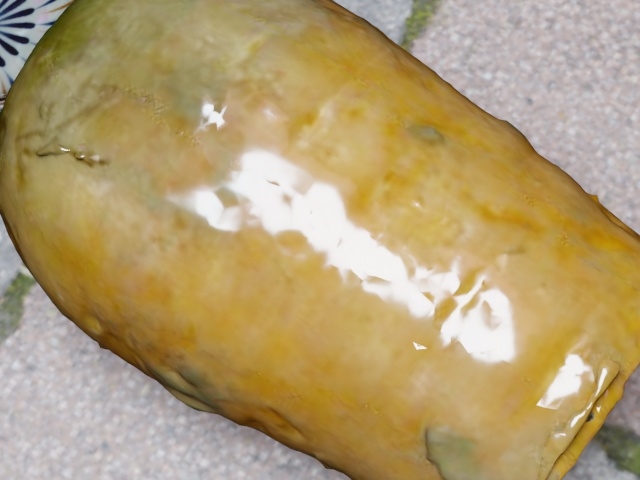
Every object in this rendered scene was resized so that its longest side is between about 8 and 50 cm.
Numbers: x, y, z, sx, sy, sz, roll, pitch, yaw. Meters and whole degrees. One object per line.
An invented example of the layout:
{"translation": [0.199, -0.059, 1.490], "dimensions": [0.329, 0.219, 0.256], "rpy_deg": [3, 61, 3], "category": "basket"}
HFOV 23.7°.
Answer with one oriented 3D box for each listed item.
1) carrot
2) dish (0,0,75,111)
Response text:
{"translation": [0.000, 0.000, 0.801], "dimensions": [0.341, 0.224, 0.224], "rpy_deg": [33, 75, 8], "category": "carrot"}
{"translation": [-0.214, -0.143, 0.953], "dimensions": [0.191, 0.066, 0.190], "rpy_deg": [-2, 67, 5], "category": "dish"}
